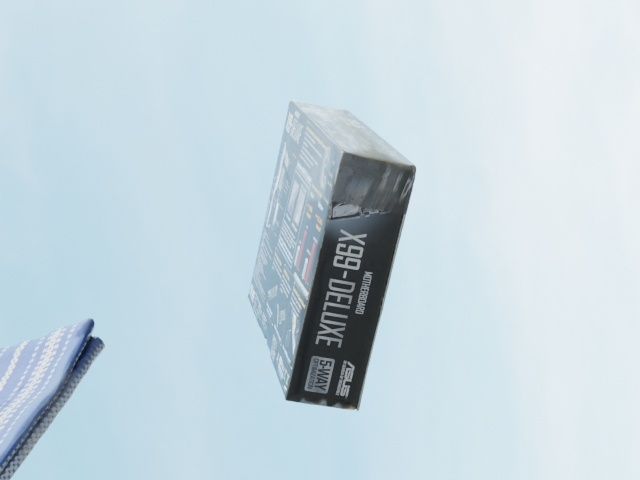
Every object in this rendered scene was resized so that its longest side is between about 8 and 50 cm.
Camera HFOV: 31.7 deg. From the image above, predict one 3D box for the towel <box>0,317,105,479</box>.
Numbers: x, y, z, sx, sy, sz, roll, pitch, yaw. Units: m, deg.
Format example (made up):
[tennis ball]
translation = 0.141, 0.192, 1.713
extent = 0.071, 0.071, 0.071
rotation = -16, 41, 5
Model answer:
[towel]
translation = -0.349, 0.159, 0.853
extent = 0.243, 0.336, 0.040
rotation = -65, -44, -59

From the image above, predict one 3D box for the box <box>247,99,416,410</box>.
[box]
translation = 0.000, 0.000, 1.161
extent = 0.076, 0.307, 0.242
rotation = 10, -77, -13
